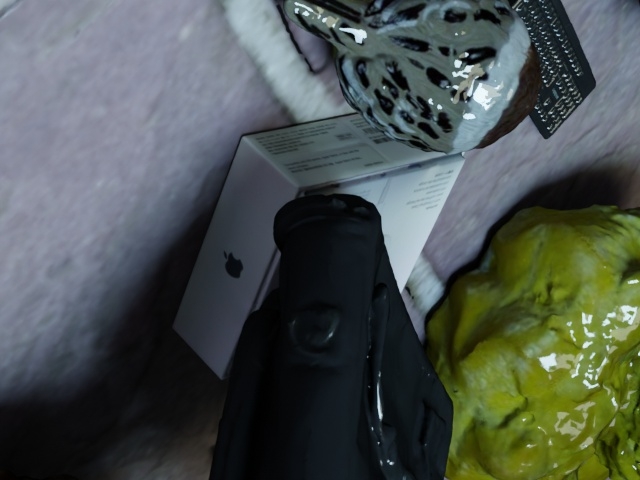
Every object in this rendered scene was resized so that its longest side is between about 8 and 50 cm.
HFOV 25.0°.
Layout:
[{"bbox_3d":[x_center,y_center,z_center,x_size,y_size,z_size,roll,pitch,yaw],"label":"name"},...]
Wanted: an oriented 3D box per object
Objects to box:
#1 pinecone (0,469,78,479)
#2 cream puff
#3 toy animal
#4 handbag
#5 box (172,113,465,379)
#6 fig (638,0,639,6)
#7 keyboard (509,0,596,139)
[{"bbox_3d":[-0.139,0.209,0.705,0.229,0.202,0.201,-13,104,-50],"label":"pinecone"},{"bbox_3d":[0.197,0.093,1.026,0.282,0.185,0.282,-31,148,-22],"label":"cream puff"},{"bbox_3d":[0.049,-0.087,0.685,0.137,0.098,0.098,-1,128,-53],"label":"toy animal"},{"bbox_3d":[0.012,0.135,0.724,0.275,0.088,0.244,61,32,-59],"label":"handbag"},{"bbox_3d":[0.000,0.000,0.778,0.130,0.051,0.129,-14,139,-43],"label":"box"},{"bbox_3d":[0.301,-0.170,0.896,0.274,0.145,0.170,-23,148,-60],"label":"fig"},{"bbox_3d":[0.134,-0.107,0.864,0.053,0.010,0.155,-49,152,1],"label":"keyboard"}]
